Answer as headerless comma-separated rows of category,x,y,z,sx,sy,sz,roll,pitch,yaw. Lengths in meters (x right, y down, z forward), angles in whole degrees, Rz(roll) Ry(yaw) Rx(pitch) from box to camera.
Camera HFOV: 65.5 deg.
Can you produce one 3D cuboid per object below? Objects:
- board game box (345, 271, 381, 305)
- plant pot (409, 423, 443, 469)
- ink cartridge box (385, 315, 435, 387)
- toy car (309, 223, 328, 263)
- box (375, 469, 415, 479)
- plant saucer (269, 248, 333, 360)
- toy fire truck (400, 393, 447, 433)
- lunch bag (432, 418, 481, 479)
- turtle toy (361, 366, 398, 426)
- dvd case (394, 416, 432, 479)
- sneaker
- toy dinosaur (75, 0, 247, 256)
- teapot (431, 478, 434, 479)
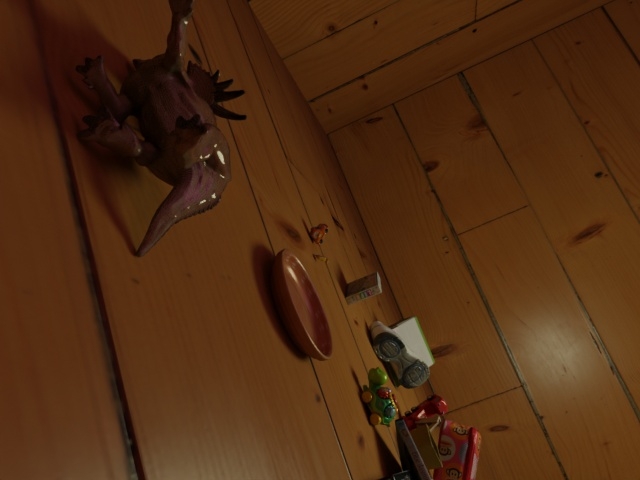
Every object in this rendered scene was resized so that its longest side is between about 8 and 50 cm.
board game box,0.130,0.143,1.500,0.154,0.104,0.026,-62,128,-78
plant pot,0.258,0.545,1.294,0.081,0.083,0.081,-85,149,-72
ink cartridge box,0.275,0.400,1.778,0.255,0.097,0.188,-14,79,-46
toy car,0.000,0.000,1.275,0.041,0.060,0.122,24,24,-28
box,0.161,0.518,0.904,0.220,0.051,0.175,50,19,-62
plant saucer,-0.035,0.111,0.843,0.200,0.037,0.199,-24,90,-82
toy fire truck,0.302,0.522,1.437,0.047,0.192,0.135,65,-19,-5
lunch bag,0.387,0.673,1.438,0.293,0.120,0.258,59,44,-57
turtle toy,0.133,0.351,1.114,0.095,0.066,0.130,42,26,-69
dvd case,0.216,0.529,1.044,0.253,0.022,0.180,-116,-168,-58
sneaker,0.260,0.369,1.630,0.297,0.111,0.129,54,6,-27
toy dinosaur,-0.146,-0.117,0.538,0.200,0.127,0.295,62,13,-70
teapot,0.338,0.704,1.093,0.252,0.187,0.256,46,40,-9
